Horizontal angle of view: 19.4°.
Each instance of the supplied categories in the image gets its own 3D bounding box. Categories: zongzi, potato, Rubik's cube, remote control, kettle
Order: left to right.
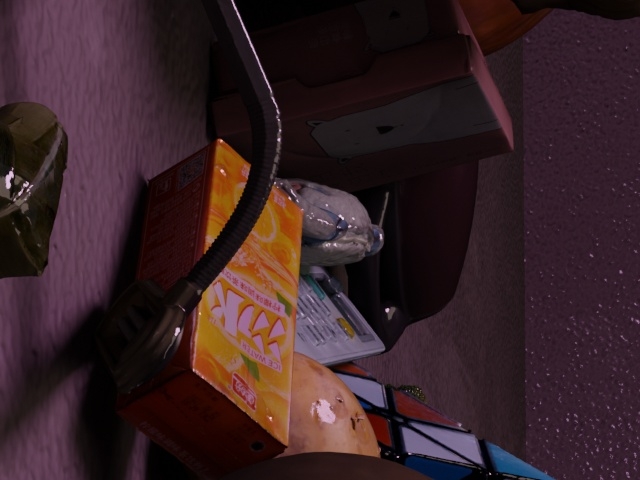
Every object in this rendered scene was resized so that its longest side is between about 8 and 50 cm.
[{"bbox_3d":[-0.175,-0.053,0.974,0.119,0.055,0.109,58,27,-43],"label":"zongzi"},{"bbox_3d":[-0.025,0.178,1.344,0.150,0.146,0.234,-92,173,-47],"label":"potato"},{"bbox_3d":[-0.019,0.067,1.568,0.103,0.051,0.293,53,14,10],"label":"remote control"},{"bbox_3d":[-0.001,0.204,1.523,0.250,0.284,0.234,-54,156,-4],"label":"Rubik's cube"},{"bbox_3d":[0.076,-0.018,1.763,0.202,0.144,0.232,-69,160,-48],"label":"kettle"}]

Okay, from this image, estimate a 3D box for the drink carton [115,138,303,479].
[{"bbox_3d":[-0.069,0.043,1.237,0.096,0.071,0.223,41,33,-31],"label":"drink carton"}]

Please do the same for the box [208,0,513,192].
[{"bbox_3d":[0.036,-0.116,1.548,0.215,0.215,0.086,45,33,-69],"label":"box"}]

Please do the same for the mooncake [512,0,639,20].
[{"bbox_3d":[0.079,-0.298,1.323,0.394,0.393,0.246,53,6,7],"label":"mooncake"}]

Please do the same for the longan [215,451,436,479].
[{"bbox_3d":[0.029,0.292,1.137,0.361,0.361,0.361,-3,90,-77],"label":"longan"}]

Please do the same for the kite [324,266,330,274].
[{"bbox_3d":[-0.004,0.000,1.775,0.204,0.022,0.360,51,42,-68],"label":"kite"}]

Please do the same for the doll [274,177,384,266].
[{"bbox_3d":[-0.009,-0.012,1.558,0.071,0.103,0.214,-71,159,-4],"label":"doll"}]

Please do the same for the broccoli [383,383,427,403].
[{"bbox_3d":[0.064,0.204,1.788,0.146,0.138,0.162,-57,-169,17],"label":"broccoli"}]

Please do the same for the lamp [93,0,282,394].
[{"bbox_3d":[-0.103,-0.064,1.115,0.203,0.124,0.283,177,-98,-70],"label":"lamp"}]

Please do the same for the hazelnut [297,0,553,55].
[{"bbox_3d":[0.103,-0.334,1.660,0.409,0.359,0.359,-42,129,-83],"label":"hazelnut"}]
